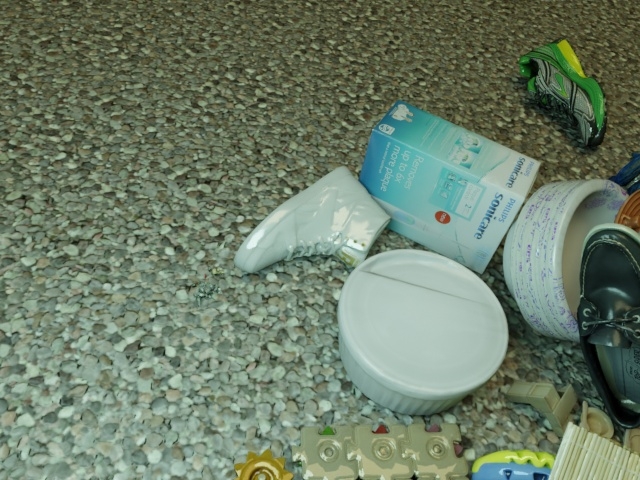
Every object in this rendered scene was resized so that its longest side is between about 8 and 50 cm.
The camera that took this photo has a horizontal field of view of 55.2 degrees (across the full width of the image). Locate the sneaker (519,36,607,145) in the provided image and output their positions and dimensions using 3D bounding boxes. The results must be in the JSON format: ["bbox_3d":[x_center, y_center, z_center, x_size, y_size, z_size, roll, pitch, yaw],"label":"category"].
[{"bbox_3d":[0.622,-0.366,1.575,0.147,0.134,0.343,-19,55,4],"label":"sneaker"}]

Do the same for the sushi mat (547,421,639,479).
[{"bbox_3d":[0.332,0.405,0.769,0.152,0.019,0.316,24,77,7],"label":"sushi mat"}]

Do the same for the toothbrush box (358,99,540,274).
[{"bbox_3d":[0.230,-0.101,1.173,0.296,0.216,0.126,27,50,11],"label":"toothbrush box"}]

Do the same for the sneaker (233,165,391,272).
[{"bbox_3d":[0.000,0.000,1.107,0.293,0.108,0.169,-38,77,-22],"label":"sneaker"}]

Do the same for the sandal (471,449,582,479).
[{"bbox_3d":[0.363,0.379,0.839,0.318,0.126,0.138,15,71,11],"label":"sandal"}]

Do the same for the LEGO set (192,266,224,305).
[{"bbox_3d":[-0.194,0.074,1.055,0.054,0.023,0.083,3,48,-9],"label":"LEGO set"}]

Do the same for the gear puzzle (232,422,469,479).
[{"bbox_3d":[0.044,0.346,0.855,0.339,0.044,0.175,1,50,-7],"label":"gear puzzle"}]

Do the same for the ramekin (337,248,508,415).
[{"bbox_3d":[0.152,0.153,0.987,0.273,0.127,0.272,6,48,-6],"label":"ramekin"}]

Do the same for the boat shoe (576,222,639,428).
[{"bbox_3d":[0.455,0.143,0.934,0.127,0.339,0.113,8,33,40],"label":"boat shoe"}]

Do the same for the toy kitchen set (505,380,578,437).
[{"bbox_3d":[0.367,0.263,0.999,0.068,0.075,0.083,-40,106,-33],"label":"toy kitchen set"}]

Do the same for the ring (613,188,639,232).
[{"bbox_3d":[0.611,0.070,1.080,0.337,0.032,0.336,5,81,-34],"label":"ring"}]

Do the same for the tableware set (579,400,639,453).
[{"bbox_3d":[0.462,0.336,0.955,0.169,0.020,0.141,25,49,5],"label":"tableware set"}]

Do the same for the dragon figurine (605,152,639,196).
[{"bbox_3d":[0.678,-0.134,1.307,0.085,0.289,0.144,49,24,4],"label":"dragon figurine"}]

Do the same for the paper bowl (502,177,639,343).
[{"bbox_3d":[0.437,0.034,1.084,0.284,0.284,0.148,-27,17,-31],"label":"paper bowl"}]
